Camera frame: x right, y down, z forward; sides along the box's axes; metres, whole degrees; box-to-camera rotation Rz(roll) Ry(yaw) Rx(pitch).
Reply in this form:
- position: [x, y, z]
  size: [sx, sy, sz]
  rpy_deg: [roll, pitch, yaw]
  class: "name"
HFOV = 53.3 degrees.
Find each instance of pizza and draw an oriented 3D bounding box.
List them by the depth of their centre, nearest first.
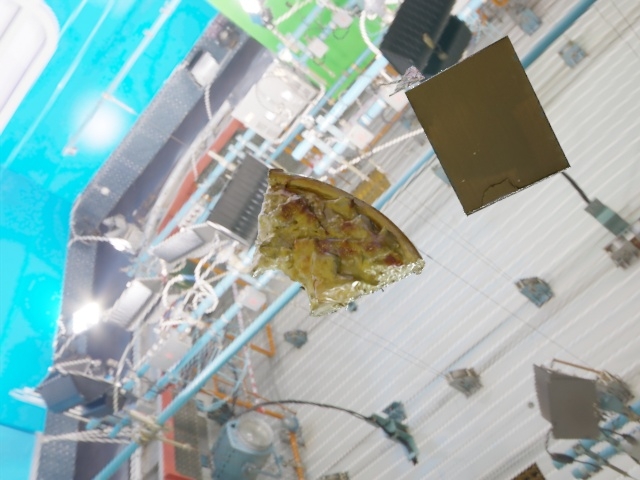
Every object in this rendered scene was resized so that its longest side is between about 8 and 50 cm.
- position: [0.000, 0.000, 1.048]
  size: [0.324, 0.089, 0.223]
  rpy_deg: [32, -117, 19]
  class: "pizza"

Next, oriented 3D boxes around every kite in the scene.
- position: [0.216, -0.428, 1.712]
  size: [0.157, 0.011, 0.139]
  rpy_deg: [2, -133, 42]
  class: "kite"

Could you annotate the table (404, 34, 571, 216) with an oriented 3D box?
- position: [0.305, -0.212, 1.209]
  size: [0.196, 0.250, 0.282]
  rpy_deg: [-28, -177, 14]
  class: "table"
